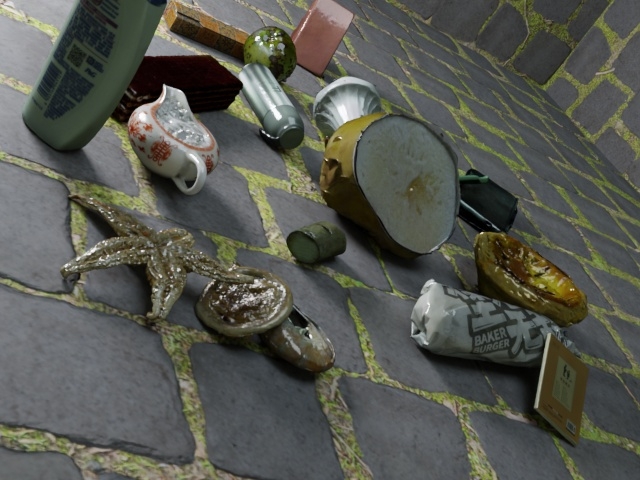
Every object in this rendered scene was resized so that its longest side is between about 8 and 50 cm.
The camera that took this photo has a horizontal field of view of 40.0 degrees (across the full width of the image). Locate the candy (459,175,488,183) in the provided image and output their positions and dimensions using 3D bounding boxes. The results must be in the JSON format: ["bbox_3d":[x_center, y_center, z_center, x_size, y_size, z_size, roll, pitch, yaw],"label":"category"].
[{"bbox_3d":[0.291,-0.141,2.082,0.119,0.119,0.440,48,28,24],"label":"candy"}]

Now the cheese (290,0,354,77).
[{"bbox_3d":[0.007,-0.570,2.402,0.128,0.177,0.203,30,26,-12],"label":"cheese"}]

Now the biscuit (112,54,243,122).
[{"bbox_3d":[-0.287,-0.298,1.682,0.107,0.073,0.388,43,25,11],"label":"biscuit"}]

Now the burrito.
[{"bbox_3d":[0.331,0.168,1.618,0.445,0.101,0.139,14,34,-37],"label":"burrito"}]

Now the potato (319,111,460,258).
[{"bbox_3d":[0.128,-0.116,1.752,0.299,0.246,0.196,53,-22,-23],"label":"potato"}]

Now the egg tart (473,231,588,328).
[{"bbox_3d":[0.421,0.096,1.843,0.290,0.115,0.290,28,24,-14],"label":"egg tart"}]

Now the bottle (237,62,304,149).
[{"bbox_3d":[-0.112,-0.288,1.885,0.096,0.079,0.253,-19,48,-14],"label":"bottle"}]

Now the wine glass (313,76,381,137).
[{"bbox_3d":[0.077,-0.251,1.967,0.165,0.165,0.196,20,34,-30],"label":"wine glass"}]

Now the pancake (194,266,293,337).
[{"bbox_3d":[-0.107,0.085,1.233,0.139,0.022,0.139,2,41,-2],"label":"pancake"}]

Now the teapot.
[{"bbox_3d":[-0.239,-0.155,1.453,0.159,0.116,0.245,26,21,-49],"label":"teapot"}]

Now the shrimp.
[{"bbox_3d":[-0.058,0.110,1.290,0.223,0.047,0.126,48,25,26],"label":"shrimp"}]

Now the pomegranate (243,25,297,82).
[{"bbox_3d":[-0.105,-0.435,2.086,0.163,0.125,0.138,9,48,-48],"label":"pomegranate"}]

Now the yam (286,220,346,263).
[{"bbox_3d":[0.000,0.000,1.528,0.070,0.070,0.146,44,27,16],"label":"yam"}]

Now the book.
[{"bbox_3d":[0.434,0.265,1.576,0.118,0.012,0.172,43,46,-19],"label":"book"}]

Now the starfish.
[{"bbox_3d":[-0.245,0.016,1.197,0.295,0.048,0.231,30,30,7],"label":"starfish"}]

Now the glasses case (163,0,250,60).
[{"bbox_3d":[-0.262,-0.498,2.089,0.218,0.049,0.075,16,31,-36],"label":"glasses case"}]

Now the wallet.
[{"bbox_3d":[0.424,-0.096,2.261,0.172,0.045,0.318,34,25,4],"label":"wallet"}]

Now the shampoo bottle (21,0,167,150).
[{"bbox_3d":[-0.317,-0.294,1.295,0.134,0.359,0.078,44,26,15],"label":"shampoo bottle"}]
